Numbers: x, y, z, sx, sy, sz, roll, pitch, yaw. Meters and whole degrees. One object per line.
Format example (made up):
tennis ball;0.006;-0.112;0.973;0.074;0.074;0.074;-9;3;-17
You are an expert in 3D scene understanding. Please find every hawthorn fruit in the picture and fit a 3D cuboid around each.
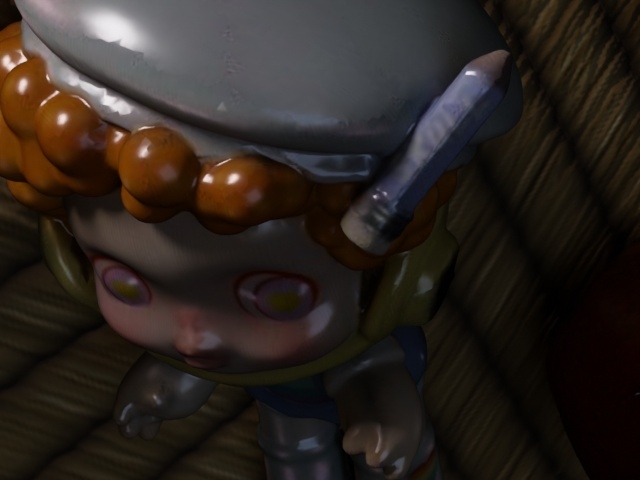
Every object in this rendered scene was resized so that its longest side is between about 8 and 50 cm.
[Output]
hawthorn fruit;0.211;0.088;0.885;0.169;0.188;0.169;-12;126;-17

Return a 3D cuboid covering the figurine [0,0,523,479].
figurine;-0.028;-0.004;0.773;0.381;0.225;0.205;92;22;-51
